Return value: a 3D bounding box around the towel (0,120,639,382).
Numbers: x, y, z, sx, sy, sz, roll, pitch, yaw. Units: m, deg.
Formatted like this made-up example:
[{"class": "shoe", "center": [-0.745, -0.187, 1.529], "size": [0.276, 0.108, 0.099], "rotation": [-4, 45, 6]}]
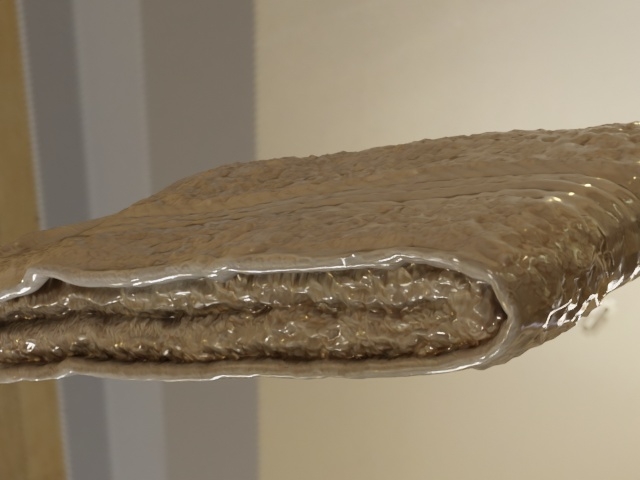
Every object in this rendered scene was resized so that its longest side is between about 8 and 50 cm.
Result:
[{"class": "towel", "center": [0.000, 0.000, 0.610], "size": [0.187, 0.282, 0.049], "rotation": [-26, -74, -48]}]
